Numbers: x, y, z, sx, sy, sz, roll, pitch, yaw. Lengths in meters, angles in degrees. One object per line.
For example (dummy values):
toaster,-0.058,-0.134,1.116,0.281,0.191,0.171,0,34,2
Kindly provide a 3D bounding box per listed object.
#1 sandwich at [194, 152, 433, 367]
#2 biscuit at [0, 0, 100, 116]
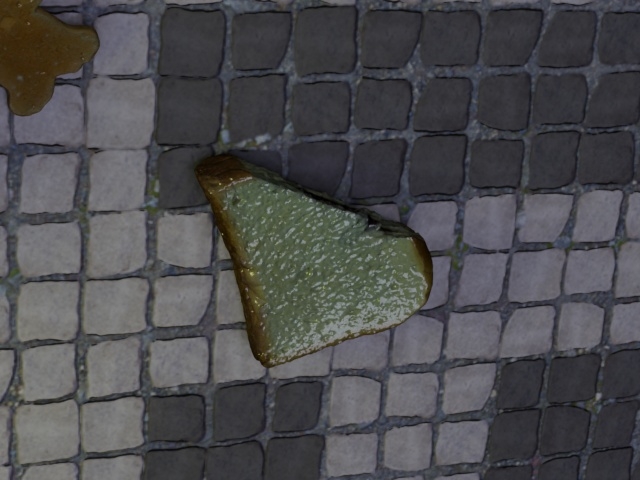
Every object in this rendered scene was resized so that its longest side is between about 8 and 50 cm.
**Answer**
sandwich,-0.001,-0.002,1.811,0.254,0.099,0.288,-21,117,-4
biscuit,-0.346,-0.234,1.577,0.153,0.030,0.234,-43,140,10
